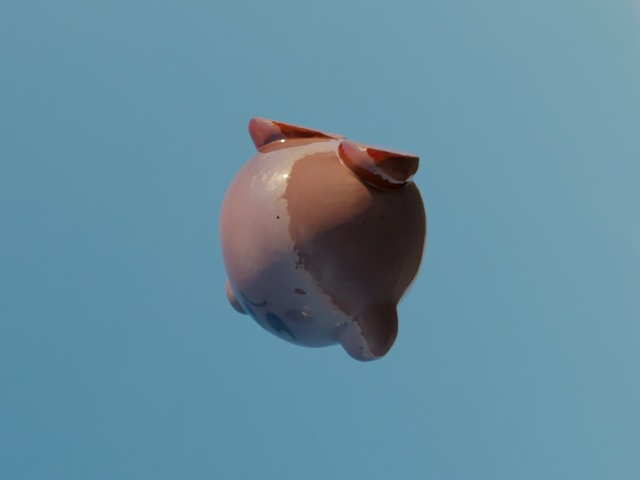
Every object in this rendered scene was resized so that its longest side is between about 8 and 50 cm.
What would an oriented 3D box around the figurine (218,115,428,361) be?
[{"bbox_3d":[0.000,0.000,1.480,0.173,0.173,0.173,38,-139,-42],"label":"figurine"}]
